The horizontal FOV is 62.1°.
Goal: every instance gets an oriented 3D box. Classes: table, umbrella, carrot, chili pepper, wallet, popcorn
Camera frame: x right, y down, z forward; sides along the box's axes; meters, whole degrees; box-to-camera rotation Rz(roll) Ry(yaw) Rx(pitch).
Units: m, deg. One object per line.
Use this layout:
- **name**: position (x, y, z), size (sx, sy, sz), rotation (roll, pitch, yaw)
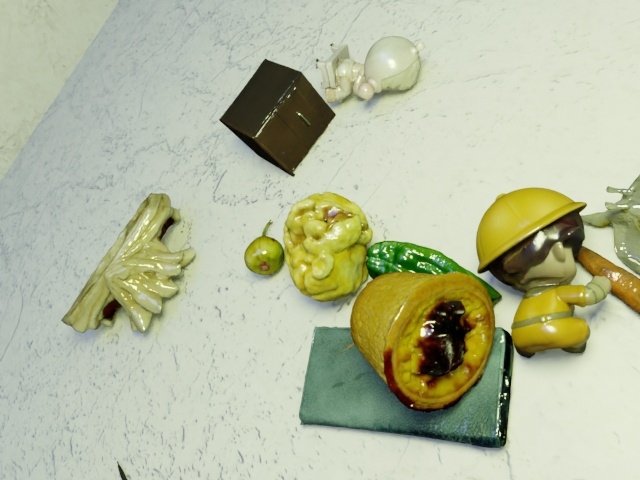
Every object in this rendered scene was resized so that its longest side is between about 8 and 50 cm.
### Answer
- **table**: position (-0.100, -0.302, 1.305), size (0.172, 0.169, 0.193), rotation (34, 86, 42)
- **umbrella**: position (-0.427, 0.539, 1.169), size (0.022, 0.022, 0.149), rotation (-24, 37, -33)
- **carrot**: position (0.450, 0.063, 0.800), size (0.047, 0.047, 0.191), rotation (-47, 45, 5)
- **chili pepper**: position (0.195, 0.067, 0.953), size (0.253, 0.083, 0.099), rotation (25, 82, 36)
- **wallet**: position (0.135, 0.241, 0.919), size (0.379, 0.046, 0.191), rotation (-6, 61, 34)
- **popcorn**: position (0.000, 0.000, 1.045), size (0.200, 0.203, 0.226), rotation (11, 67, 35)

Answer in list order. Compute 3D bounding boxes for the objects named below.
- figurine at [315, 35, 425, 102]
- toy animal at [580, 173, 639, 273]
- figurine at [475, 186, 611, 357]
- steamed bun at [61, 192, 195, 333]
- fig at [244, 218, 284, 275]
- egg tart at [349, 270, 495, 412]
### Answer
- **figurine**: position (0.128, -0.407, 1.234), size (0.256, 0.182, 0.145), rotation (0, 107, 28)
- **toy animal**: position (0.461, -0.052, 0.820), size (0.155, 0.095, 0.219), rotation (7, 69, 33)
- **figurine**: position (0.328, 0.041, 0.807), size (0.192, 0.167, 0.257), rotation (-41, 42, 52)
- **steamed bun**: position (-0.467, 0.088, 1.366), size (0.428, 0.189, 0.247), rotation (-57, 19, -6)
- **fig**: position (-0.117, 0.021, 1.221), size (0.093, 0.093, 0.166), rotation (-30, 13, 19)
- **egg tart**: position (0.153, 0.139, 0.816), size (0.215, 0.215, 0.171), rotation (-58, 30, -6)
